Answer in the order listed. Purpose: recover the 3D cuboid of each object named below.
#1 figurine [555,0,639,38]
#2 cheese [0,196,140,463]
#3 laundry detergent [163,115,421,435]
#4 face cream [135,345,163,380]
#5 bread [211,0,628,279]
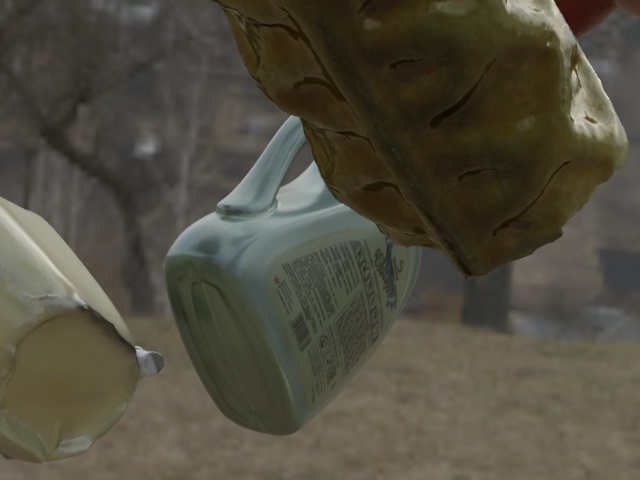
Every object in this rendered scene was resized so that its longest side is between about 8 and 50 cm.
[{"bbox_3d":[0.333,-0.312,1.757,0.261,0.211,0.270,11,-39,10],"label":"figurine"},{"bbox_3d":[-0.242,0.037,1.370,0.233,0.127,0.266,48,-2,23],"label":"cheese"},{"bbox_3d":[0.000,0.000,1.560,0.105,0.215,0.280,9,44,37],"label":"laundry detergent"},{"bbox_3d":[-0.178,0.097,1.517,0.130,0.034,0.034,-4,-1,37],"label":"face cream"},{"bbox_3d":[0.030,-0.113,0.936,0.152,0.268,0.130,-23,37,18],"label":"bread"}]
